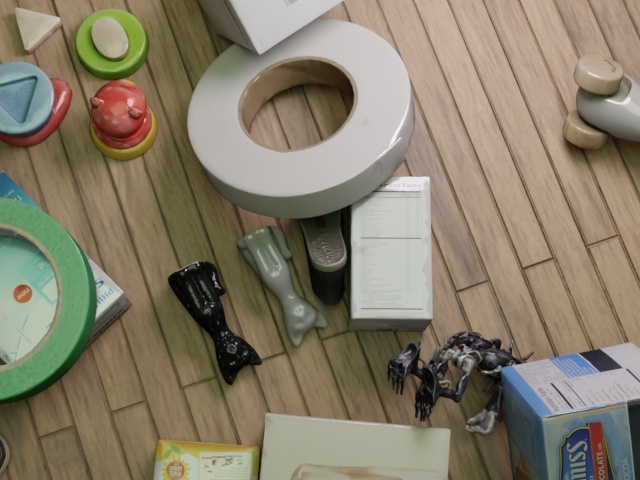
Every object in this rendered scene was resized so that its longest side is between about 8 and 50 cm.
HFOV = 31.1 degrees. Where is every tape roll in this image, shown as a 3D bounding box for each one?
[{"bbox_3d":[-0.516,0.095,1.799,0.321,0.077,0.321,0,78,-1],"label":"tape roll"},{"bbox_3d":[-0.032,-0.213,1.949,0.392,0.072,0.392,-6,56,9],"label":"tape roll"}]

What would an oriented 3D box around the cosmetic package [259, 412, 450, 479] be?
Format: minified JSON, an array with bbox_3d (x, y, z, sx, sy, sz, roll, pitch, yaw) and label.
[{"bbox_3d":[0.051,0.359,1.851,0.296,0.153,0.129,5,76,0],"label":"cosmetic package"}]

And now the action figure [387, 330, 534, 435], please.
[{"bbox_3d":[0.233,0.227,1.888,0.164,0.276,0.140,37,118,41],"label":"action figure"}]

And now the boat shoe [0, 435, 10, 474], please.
[{"bbox_3d":[-0.636,0.398,1.839,0.285,0.092,0.102,-26,79,-8],"label":"boat shoe"}]

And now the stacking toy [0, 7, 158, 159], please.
[{"bbox_3d":[-0.436,-0.296,1.995,0.309,0.130,0.279,3,77,-2],"label":"stacking toy"}]

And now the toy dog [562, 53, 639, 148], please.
[{"bbox_3d":[0.584,-0.225,2.012,0.334,0.220,0.161,35,46,-2],"label":"toy dog"}]

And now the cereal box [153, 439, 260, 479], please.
[{"bbox_3d":[-0.191,0.451,1.870,0.173,0.047,0.240,5,77,-1],"label":"cereal box"}]

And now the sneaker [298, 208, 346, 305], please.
[{"bbox_3d":[0.000,0.000,1.977,0.083,0.118,0.222,-2,47,-2],"label":"sneaker"}]

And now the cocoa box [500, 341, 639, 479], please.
[{"bbox_3d":[0.427,0.368,1.765,0.228,0.231,0.347,-10,104,-5],"label":"cocoa box"}]

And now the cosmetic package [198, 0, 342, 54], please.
[{"bbox_3d":[-0.083,-0.451,1.986,0.224,0.225,0.138,-34,120,-9],"label":"cosmetic package"}]

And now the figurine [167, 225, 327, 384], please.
[{"bbox_3d":[-0.117,0.106,1.944,0.215,0.092,0.209,-28,87,-9],"label":"figurine"}]

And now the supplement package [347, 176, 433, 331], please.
[{"bbox_3d":[0.116,0.024,1.940,0.139,0.134,0.244,1,77,-1],"label":"supplement package"}]

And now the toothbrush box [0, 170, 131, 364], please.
[{"bbox_3d":[-0.495,0.071,1.908,0.216,0.126,0.295,-44,83,-10],"label":"toothbrush box"}]
